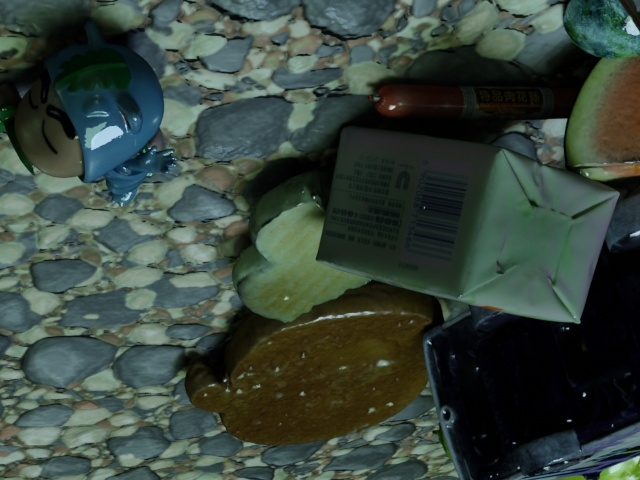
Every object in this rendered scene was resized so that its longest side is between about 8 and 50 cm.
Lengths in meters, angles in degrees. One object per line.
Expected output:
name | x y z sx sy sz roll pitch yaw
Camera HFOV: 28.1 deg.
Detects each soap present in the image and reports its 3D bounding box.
soap | 0.131 -0.014 1.163 0.182 0.138 0.199 12 -179 -43

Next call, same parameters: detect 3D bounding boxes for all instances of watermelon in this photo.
watermelon | 0.306 -0.112 1.184 0.193 0.137 0.145 -47 171 0
watermelon | 0.247 -0.198 1.086 0.061 0.085 0.085 -47 169 -34

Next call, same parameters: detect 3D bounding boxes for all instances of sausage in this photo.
sausage | 0.158 -0.126 1.170 0.253 0.034 0.034 -3 149 -23

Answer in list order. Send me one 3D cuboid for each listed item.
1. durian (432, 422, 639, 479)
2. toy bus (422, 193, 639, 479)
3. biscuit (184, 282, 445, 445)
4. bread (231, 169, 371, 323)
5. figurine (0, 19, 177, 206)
durian | 0.292 0.242 1.654 0.205 0.339 0.255 -2 120 -30
toy bus | 0.329 0.108 1.333 0.249 0.209 0.440 -1 156 -37
biscuit | -0.011 0.154 1.552 0.314 0.063 0.367 -5 150 -13
bread | 0.000 0.000 1.281 0.173 0.064 0.232 -5 150 -13
figurine | -0.188 -0.083 1.015 0.145 0.114 0.178 -13 160 0
